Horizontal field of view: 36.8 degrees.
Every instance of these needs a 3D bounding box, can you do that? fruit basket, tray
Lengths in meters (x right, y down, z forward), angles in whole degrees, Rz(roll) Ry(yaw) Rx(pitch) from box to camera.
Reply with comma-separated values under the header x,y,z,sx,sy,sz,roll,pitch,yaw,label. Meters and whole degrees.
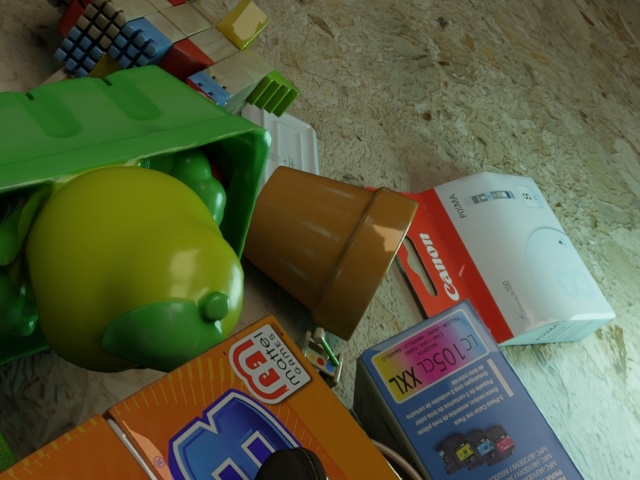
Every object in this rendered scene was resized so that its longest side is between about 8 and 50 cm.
x,y,z,sx,sy,sz,roll,pitch,yaw,label
-0.200,0.019,0.871,0.392,0.283,0.392,10,45,-10,fruit basket
-0.053,-0.110,1.442,0.145,0.030,0.270,22,42,-26,tray

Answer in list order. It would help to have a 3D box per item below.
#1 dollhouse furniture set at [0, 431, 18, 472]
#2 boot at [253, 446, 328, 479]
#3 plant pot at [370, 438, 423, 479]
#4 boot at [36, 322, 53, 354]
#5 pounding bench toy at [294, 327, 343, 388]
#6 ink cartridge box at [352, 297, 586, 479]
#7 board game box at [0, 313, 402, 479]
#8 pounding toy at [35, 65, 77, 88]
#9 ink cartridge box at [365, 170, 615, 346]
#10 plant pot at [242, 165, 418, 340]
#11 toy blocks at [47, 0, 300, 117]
x,y,z,sx,sy,sz,roll,pitch,yaw,label
-0.388,0.112,0.695,0.197,0.151,0.301,-33,99,-36,dollhouse furniture set
-0.058,0.186,0.502,0.106,0.082,0.219,32,41,-20,boot
0.005,0.320,0.975,0.237,0.110,0.237,2,68,-4,plant pot
-0.293,0.028,1.040,0.086,0.069,0.190,29,42,-15,boot
0.000,0.151,1.193,0.065,0.083,0.052,33,37,-14,pounding bench toy
0.193,0.296,1.073,0.151,0.270,0.395,-26,70,-9,ink cartridge box
-0.120,0.339,0.664,0.356,0.356,0.356,51,36,8,board game box
-0.270,-0.128,1.195,0.181,0.094,0.206,39,37,-8,pounding toy
0.285,0.022,1.592,0.385,0.091,0.308,4,53,-44,ink cartridge box
0.000,0.000,1.267,0.188,0.205,0.205,27,37,3,plant pot
-0.229,-0.262,1.241,0.381,0.191,0.261,42,25,-2,toy blocks
